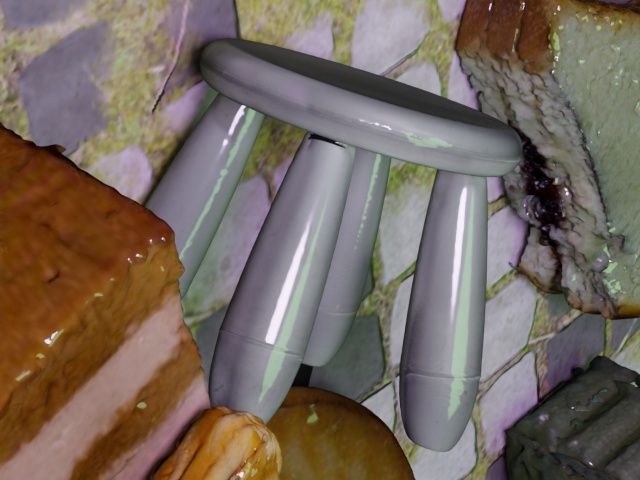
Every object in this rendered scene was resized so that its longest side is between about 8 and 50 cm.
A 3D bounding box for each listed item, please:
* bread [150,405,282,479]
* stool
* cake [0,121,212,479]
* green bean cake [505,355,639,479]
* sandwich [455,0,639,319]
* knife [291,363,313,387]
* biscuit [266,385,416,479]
[{"bbox_3d":[-0.062,0.138,1.009,0.111,0.044,0.083,-52,156,-22],"label":"bread"},{"bbox_3d":[0.000,0.000,1.151,0.195,0.195,0.199,11,99,-36],"label":"stool"},{"bbox_3d":[-0.177,0.095,1.024,0.196,0.198,0.293,-50,149,-27],"label":"cake"},{"bbox_3d":[0.274,0.250,1.601,0.132,0.241,0.255,-36,136,-32],"label":"green bean cake"},{"bbox_3d":[0.196,-0.064,1.432,0.288,0.099,0.254,-1,112,-50],"label":"sandwich"},{"bbox_3d":[-0.008,0.044,1.327,0.060,0.028,0.230,-31,136,-51],"label":"knife"},{"bbox_3d":[-0.056,0.244,1.352,0.318,0.040,0.318,-20,125,-33],"label":"biscuit"}]
